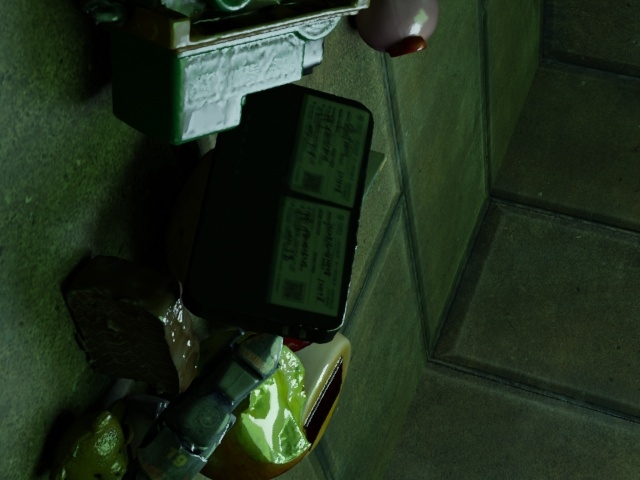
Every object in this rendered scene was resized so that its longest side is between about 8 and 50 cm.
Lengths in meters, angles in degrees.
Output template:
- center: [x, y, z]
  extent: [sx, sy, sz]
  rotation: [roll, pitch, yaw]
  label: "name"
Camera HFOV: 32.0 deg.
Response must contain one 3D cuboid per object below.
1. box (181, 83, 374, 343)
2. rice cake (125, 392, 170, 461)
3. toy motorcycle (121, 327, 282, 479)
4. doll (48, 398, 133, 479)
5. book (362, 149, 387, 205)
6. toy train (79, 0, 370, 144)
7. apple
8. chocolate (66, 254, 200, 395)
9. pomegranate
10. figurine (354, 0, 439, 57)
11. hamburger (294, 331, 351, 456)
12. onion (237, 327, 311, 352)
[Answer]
- center: [-0.050, -0.047, 1.475]
  extent: [0.058, 0.211, 0.350]
  rotation: [121, -19, -62]
  label: "box"
- center: [-0.257, 0.376, 1.761]
  extent: [0.056, 0.072, 0.365]
  rotation: [-54, 153, -47]
  label: "rice cake"
- center: [-0.170, 0.248, 1.570]
  extent: [0.307, 0.108, 0.173]
  rotation: [-50, -171, -16]
  label: "toy motorcycle"
- center: [-0.296, 0.292, 1.548]
  extent: [0.137, 0.097, 0.209]
  rotation: [-57, 167, -3]
  label: "doll"
- center: [-0.028, -0.074, 1.883]
  extent: [0.026, 0.201, 0.289]
  rotation: [90, 24, -51]
  label: "book"
- center: [-0.111, -0.267, 1.371]
  extent: [0.429, 0.178, 0.249]
  rotation: [-23, 129, -44]
  label: "toy train"
- center: [-0.125, 0.262, 1.782]
  extent: [0.226, 0.246, 0.246]
  rotation: [79, 31, -54]
  label: "apple"
- center: [-0.242, 0.107, 1.480]
  extent: [0.214, 0.148, 0.093]
  rotation: [87, 20, -48]
  label: "chocolate"
- center: [-0.097, -0.004, 1.619]
  extent: [0.281, 0.281, 0.281]
  rotation: [15, 90, -72]
  label: "pomegranate"
- center: [0.147, -0.443, 2.163]
  extent: [0.173, 0.173, 0.173]
  rotation: [15, 90, -72]
  label: "figurine"
- center: [-0.061, 0.270, 2.109]
  extent: [0.302, 0.170, 0.302]
  rotation: [-59, 162, -32]
  label: "hamburger"
- center: [-0.056, 0.075, 1.929]
  extent: [0.246, 0.190, 0.246]
  rotation: [6, 90, -71]
  label: "onion"
